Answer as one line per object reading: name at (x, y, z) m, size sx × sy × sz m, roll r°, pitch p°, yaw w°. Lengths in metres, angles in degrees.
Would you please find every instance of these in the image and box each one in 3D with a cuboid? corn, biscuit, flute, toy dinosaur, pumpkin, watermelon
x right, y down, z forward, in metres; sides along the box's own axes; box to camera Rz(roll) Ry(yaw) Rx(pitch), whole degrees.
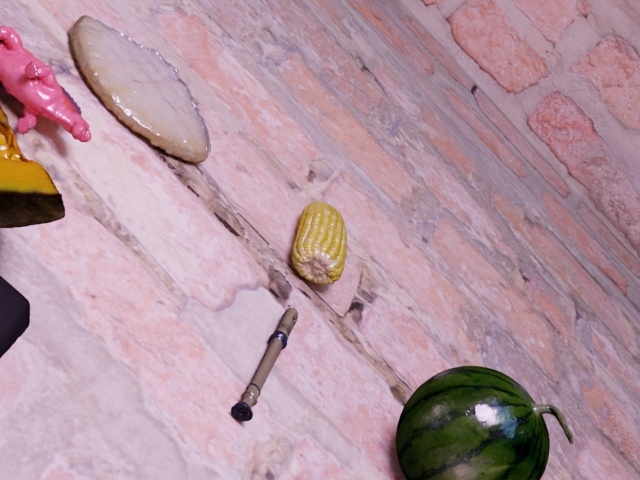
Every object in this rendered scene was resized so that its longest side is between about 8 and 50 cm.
corn at (0.000, 0.000, 1.384) m, size 0.085 × 0.063 × 0.165 m, roll 17°, pitch 31°, yaw -8°
biscuit at (-0.247, -0.215, 1.317) m, size 0.265 × 0.040 × 0.188 m, roll 46°, pitch 29°, yaw -5°
flute at (-0.062, 0.143, 1.135) m, size 0.027 × 0.027 × 0.233 m, roll 45°, pitch 26°, yaw -9°
toy dinosaur at (-0.362, -0.218, 1.132) m, size 0.286 × 0.070 × 0.139 m, roll 47°, pitch 14°, yaw 9°
pumpkin at (-0.383, -0.092, 0.885) m, size 0.169 × 0.148 × 0.312 m, roll -29°, pitch 66°, yaw -24°
watermelon at (0.202, 0.246, 1.188) m, size 0.188 × 0.214 × 0.188 m, roll 46°, pitch 21°, yaw -23°

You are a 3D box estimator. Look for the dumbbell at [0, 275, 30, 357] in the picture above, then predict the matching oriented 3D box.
dumbbell at (-0.376, 0.017, 0.622) m, size 0.322 × 0.203 × 0.204 m, roll 43°, pitch 27°, yaw -11°
